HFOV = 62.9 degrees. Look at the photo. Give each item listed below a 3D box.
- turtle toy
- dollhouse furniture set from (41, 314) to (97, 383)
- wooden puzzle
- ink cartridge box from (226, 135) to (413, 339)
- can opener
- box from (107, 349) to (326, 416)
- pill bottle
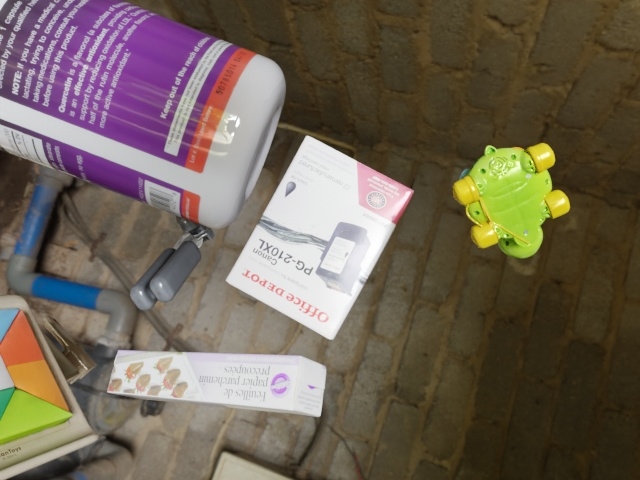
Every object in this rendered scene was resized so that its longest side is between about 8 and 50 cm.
[{"bbox_3d":[0.184,-0.035,0.512,0.066,0.095,0.130,-89,154,-68],"label":"turtle toy"},{"bbox_3d":[-0.655,0.311,0.972,0.356,0.173,0.303,-41,180,-6],"label":"dollhouse furniture set"},{"bbox_3d":[-0.377,0.149,0.568,0.044,0.238,0.221,-45,163,16],"label":"wooden puzzle"},{"bbox_3d":[0.000,0.000,0.757,0.237,0.172,0.100,-61,175,-3],"label":"ink cartridge box"},{"bbox_3d":[-0.263,0.013,0.925,0.283,0.076,0.095,-78,144,-67],"label":"can opener"},{"bbox_3d":[-0.148,0.185,0.694,0.067,0.324,0.063,36,55,-51],"label":"box"},{"bbox_3d":[-0.209,-0.145,0.522,0.181,0.323,0.181,-159,-90,-86],"label":"pill bottle"}]
